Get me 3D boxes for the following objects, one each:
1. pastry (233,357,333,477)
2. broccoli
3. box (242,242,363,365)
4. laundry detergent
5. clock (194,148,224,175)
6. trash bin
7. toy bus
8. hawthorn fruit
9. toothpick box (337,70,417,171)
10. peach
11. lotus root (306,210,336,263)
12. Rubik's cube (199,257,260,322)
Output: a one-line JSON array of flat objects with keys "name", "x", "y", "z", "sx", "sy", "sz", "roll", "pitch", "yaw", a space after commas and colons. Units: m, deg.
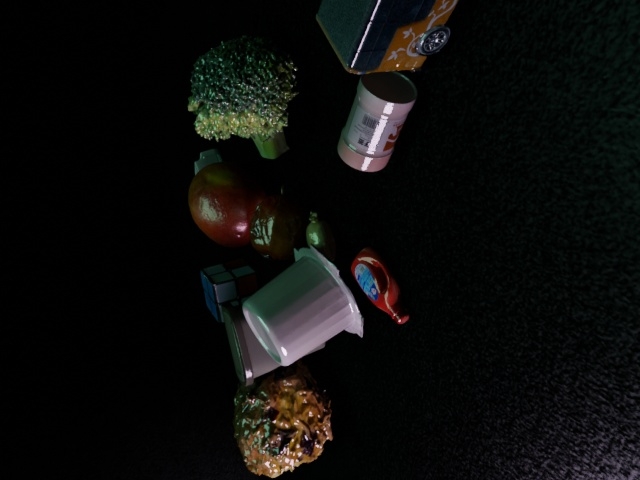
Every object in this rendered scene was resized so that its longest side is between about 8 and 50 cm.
[{"name": "pastry", "x": -0.119, "y": 0.514, "z": 1.452, "sx": 0.405, "sy": 0.293, "sz": 0.337, "roll": 101, "pitch": 156, "yaw": -63}, {"name": "broccoli", "x": -0.208, "y": -0.347, "z": 1.200, "sx": 0.375, "sy": 0.249, "sz": 0.301, "roll": 37, "pitch": 132, "yaw": 45}, {"name": "box", "x": -0.068, "y": 0.163, "z": 1.166, "sx": 0.291, "sy": 0.206, "sz": 0.262, "roll": 2, "pitch": 122, "yaw": 63}, {"name": "laundry detergent", "x": 0.128, "y": 0.095, "z": 0.985, "sx": 0.165, "sy": 0.049, "sz": 0.097, "roll": 54, "pitch": 144, "yaw": 33}, {"name": "clock", "x": -0.410, "y": -0.182, "z": 1.865, "sx": 0.262, "sy": 0.116, "sz": 0.231, "roll": 67, "pitch": 154, "yaw": 20}, {"name": "trash bin", "x": -0.138, "y": 0.259, "z": 1.377, "sx": 0.219, "sy": 0.250, "sz": 0.219, "roll": -1, "pitch": 102, "yaw": 65}, {"name": "toy bus", "x": 0.111, "y": -0.364, "z": 0.629, "sx": 0.138, "sy": 0.167, "sz": 0.275, "roll": 65, "pitch": 152, "yaw": 21}, {"name": "hawthorn fruit", "x": -0.109, "y": -0.034, "z": 1.272, "sx": 0.173, "sy": 0.174, "sz": 0.179, "roll": 64, "pitch": 153, "yaw": 23}, {"name": "toothpick box", "x": 0.094, "y": -0.204, "z": 0.828, "sx": 0.098, "sy": 0.099, "sz": 0.148, "roll": 60, "pitch": 151, "yaw": 29}, {"name": "peach", "x": -0.281, "y": -0.106, "z": 1.492, "sx": 0.281, "sy": 0.238, "sz": 0.280, "roll": 9, "pitch": 105, "yaw": 38}, {"name": "lotus root", "x": 0.000, "y": 0.000, "z": 1.172, "sx": 0.073, "sy": 0.062, "sz": 0.150, "roll": 10, "pitch": 118, "yaw": 65}, {"name": "Rubik's cube", "x": -0.339, "y": 0.185, "z": 1.837, "sx": 0.183, "sy": 0.180, "sz": 0.167, "roll": 34, "pitch": 133, "yaw": 57}]
